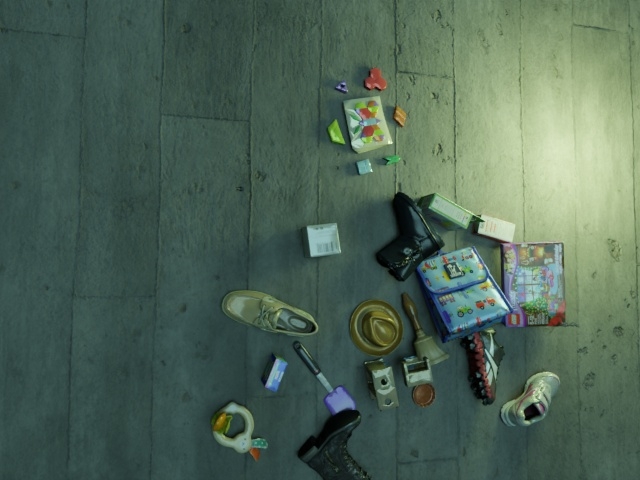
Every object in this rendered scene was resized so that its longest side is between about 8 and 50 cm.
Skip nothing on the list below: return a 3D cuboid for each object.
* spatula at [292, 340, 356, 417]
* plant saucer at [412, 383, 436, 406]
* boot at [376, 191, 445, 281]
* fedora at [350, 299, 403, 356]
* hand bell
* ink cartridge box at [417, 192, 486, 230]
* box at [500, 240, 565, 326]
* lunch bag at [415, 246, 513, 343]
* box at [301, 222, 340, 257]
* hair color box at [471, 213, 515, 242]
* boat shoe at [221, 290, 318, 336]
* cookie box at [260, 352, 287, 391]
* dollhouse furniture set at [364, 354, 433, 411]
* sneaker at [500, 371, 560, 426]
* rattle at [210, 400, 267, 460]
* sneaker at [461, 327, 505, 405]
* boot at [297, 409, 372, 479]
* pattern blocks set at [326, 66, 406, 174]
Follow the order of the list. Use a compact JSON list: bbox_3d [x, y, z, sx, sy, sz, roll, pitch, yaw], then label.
[{"bbox_3d":[0.006,0.441,1.584,0.084,0.030,0.296,-36,95,-10],"label":"spatula"},{"bbox_3d":[0.349,0.520,1.676,0.083,0.013,0.083,1,86,-14],"label":"plant saucer"},{"bbox_3d":[0.264,-0.011,1.643,0.207,0.094,0.246,-37,91,-10],"label":"boot"},{"bbox_3d":[0.193,0.288,1.617,0.194,0.079,0.194,1,86,-14],"label":"fedora"},{"bbox_3d":[0.324,0.291,1.651,0.126,0.126,0.242,-19,80,-15],"label":"hand bell"},{"bbox_3d":[0.439,-0.083,1.686,0.209,0.109,0.062,27,81,-12],"label":"ink cartridge box"},{"bbox_3d":[0.737,0.152,1.726,0.201,0.057,0.293,-3,93,8],"label":"box"},{"bbox_3d":[0.459,0.159,1.657,0.221,0.138,0.293,-18,64,-5],"label":"lunch bag"},{"bbox_3d":[0.000,0.000,1.580,0.101,0.087,0.102,-7,88,-15],"label":"box"},{"bbox_3d":[0.614,-0.040,1.761,0.141,0.043,0.072,16,83,-14],"label":"hair color box"},{"bbox_3d":[-0.152,0.227,1.522,0.302,0.098,0.109,21,82,-12],"label":"boat shoe"},{"bbox_3d":[-0.142,0.399,1.510,0.040,0.107,0.092,24,81,-12],"label":"cookie box"},{"bbox_3d":[0.250,0.445,1.582,0.183,0.129,0.129,-10,90,-6],"label":"dollhouse furniture set"},{"bbox_3d":[0.753,0.563,1.726,0.252,0.111,0.103,-41,97,-13],"label":"sneaker"},{"bbox_3d":[-0.230,0.580,1.466,0.130,0.143,0.200,-34,89,-32],"label":"rattle"},{"bbox_3d":[0.571,0.420,1.695,0.135,0.097,0.276,-11,88,-12],"label":"sneaker"},{"bbox_3d":[0.082,0.678,1.553,0.263,0.091,0.229,-41,98,9],"label":"boot"},{"bbox_3d":[0.158,-0.397,1.676,0.285,0.026,0.325,-27,94,-14],"label":"pattern blocks set"}]
